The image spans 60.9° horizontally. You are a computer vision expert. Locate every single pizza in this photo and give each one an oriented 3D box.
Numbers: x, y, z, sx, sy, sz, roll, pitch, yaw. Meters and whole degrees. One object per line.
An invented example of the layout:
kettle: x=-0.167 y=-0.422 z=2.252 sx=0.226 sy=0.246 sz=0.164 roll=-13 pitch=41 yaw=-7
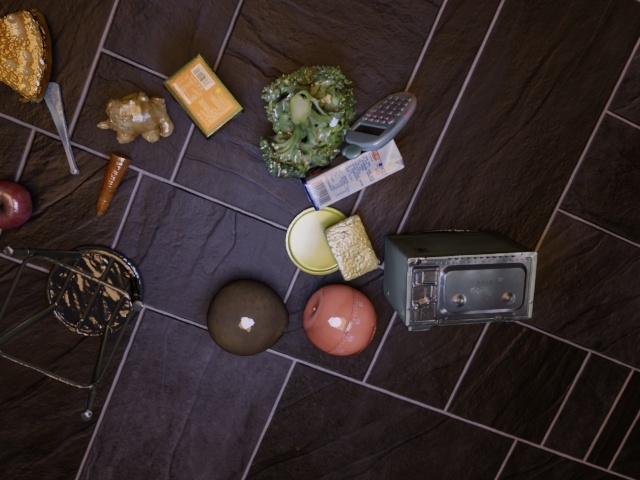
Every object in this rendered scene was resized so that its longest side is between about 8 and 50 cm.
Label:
pizza: x=-0.904 y=-0.513 z=1.579 sx=0.288 sy=0.074 sz=0.251 roll=-18 pitch=101 yaw=-1

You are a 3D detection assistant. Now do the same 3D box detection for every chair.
chair: x=-0.705 y=0.204 z=1.573 sx=0.362 sy=0.410 sz=0.364 roll=25 pitch=98 yaw=-10

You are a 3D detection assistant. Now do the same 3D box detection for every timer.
timer: x=0.063 y=0.258 z=1.765 sx=0.215 sy=0.229 sz=0.229 roll=28 pitch=97 yaw=-20

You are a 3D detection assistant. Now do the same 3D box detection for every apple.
apple: x=-0.945 y=-0.109 z=1.634 sx=0.154 sy=0.120 sz=0.153 roll=-3 pitch=107 yaw=-9

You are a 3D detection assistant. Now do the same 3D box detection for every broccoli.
broccoli: x=-0.068 y=-0.366 z=1.610 sx=0.249 sy=0.302 sz=0.375 roll=38 pitch=95 yaw=28

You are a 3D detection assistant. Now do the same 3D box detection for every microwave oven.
microwave oven: x=0.422 y=0.121 z=1.731 sx=0.395 sy=0.333 sz=0.247 roll=-2 pitch=106 yaw=-6

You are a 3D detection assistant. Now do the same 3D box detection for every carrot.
carrot: x=-0.653 y=-0.169 z=1.690 sx=0.061 sy=0.061 sz=0.209 roll=24 pitch=101 yaw=-10

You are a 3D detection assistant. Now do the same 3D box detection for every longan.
longan: x=-0.227 y=0.244 z=1.719 sx=0.258 sy=0.258 sz=0.258 roll=-1 pitch=101 yaw=-6

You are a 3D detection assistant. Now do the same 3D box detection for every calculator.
calculator: x=0.177 y=-0.353 z=1.673 sx=0.299 sy=0.185 sz=0.041 roll=-48 pitch=127 yaw=-13

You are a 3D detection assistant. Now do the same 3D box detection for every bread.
bread: x=0.100 y=0.019 z=1.767 sx=0.138 sy=0.102 sz=0.196 roll=-25 pitch=100 yaw=-4

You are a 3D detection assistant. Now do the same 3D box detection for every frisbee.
frisbee: x=0.000 y=0.000 z=1.813 sx=0.236 sy=0.017 sz=0.235 roll=-1 pitch=102 yaw=-6

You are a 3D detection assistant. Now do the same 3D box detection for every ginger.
ginger: x=-0.560 y=-0.367 z=1.635 sx=0.216 sy=0.102 sz=0.157 roll=-13 pitch=129 yaw=-9

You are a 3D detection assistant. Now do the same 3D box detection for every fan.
fan: x=-0.789 y=-0.337 z=1.656 sx=0.057 sy=0.023 sz=0.281 roll=-11 pitch=101 yaw=-6

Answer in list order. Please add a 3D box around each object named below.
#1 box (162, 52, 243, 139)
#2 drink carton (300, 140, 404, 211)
box: x=-0.340 y=-0.419 z=1.609 sx=0.148 sy=0.177 sz=0.195 roll=-39 pitch=103 yaw=1
drink carton: x=0.095 y=-0.218 z=1.719 sx=0.315 sy=0.130 sz=0.106 roll=-27 pitch=111 yaw=0
